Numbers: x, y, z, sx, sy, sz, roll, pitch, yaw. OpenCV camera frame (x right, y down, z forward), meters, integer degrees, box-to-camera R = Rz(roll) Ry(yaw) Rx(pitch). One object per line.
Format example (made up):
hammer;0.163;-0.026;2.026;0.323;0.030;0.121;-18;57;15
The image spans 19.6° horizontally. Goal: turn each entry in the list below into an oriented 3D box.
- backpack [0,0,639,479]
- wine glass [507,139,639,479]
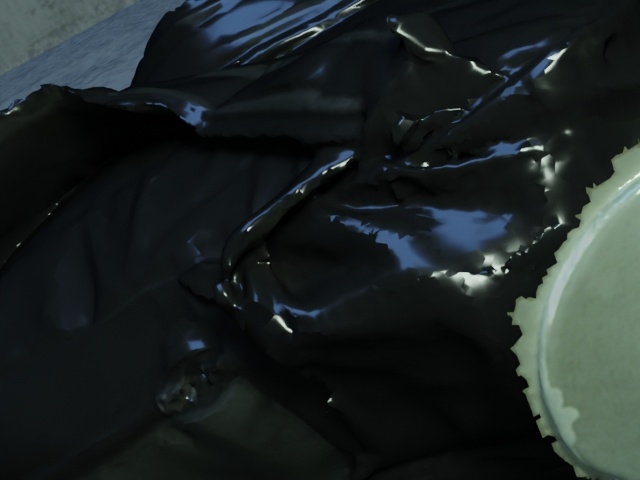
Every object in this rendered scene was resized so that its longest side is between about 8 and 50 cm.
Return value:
backpack;0.000;0.000;0.867;0.445;0.255;0.363;-25;12;21
wine glass;0.171;0.085;0.496;0.143;0.143;0.321;-30;31;-2
